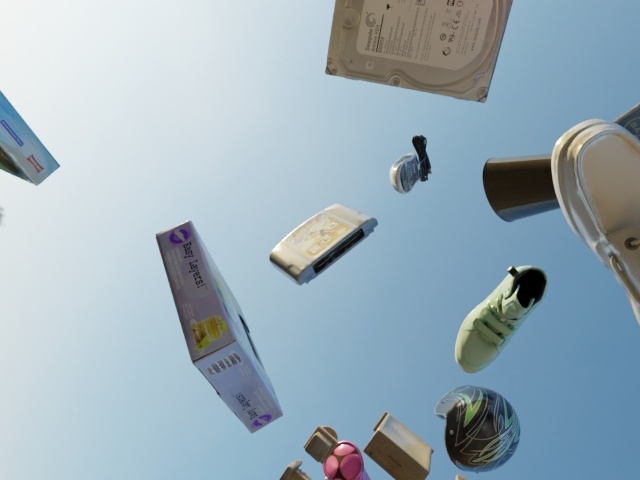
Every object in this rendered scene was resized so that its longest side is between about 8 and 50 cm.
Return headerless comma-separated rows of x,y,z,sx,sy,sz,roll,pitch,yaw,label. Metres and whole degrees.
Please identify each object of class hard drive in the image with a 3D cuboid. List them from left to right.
0.189,-0.422,0.969,0.338,0.064,0.237,16,-68,14,hard drive

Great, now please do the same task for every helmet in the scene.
0.329,0.393,1.018,0.161,0.169,0.170,-130,-135,-81,helmet

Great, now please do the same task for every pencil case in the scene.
0.068,0.505,1.005,0.098,0.095,0.210,39,-21,45,pencil case

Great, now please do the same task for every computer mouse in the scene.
0.190,-0.157,1.066,0.042,0.193,0.106,-1,-67,34,computer mouse

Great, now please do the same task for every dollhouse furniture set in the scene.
0.065,0.506,0.862,0.303,0.174,0.356,35,-90,18,dollhouse furniture set

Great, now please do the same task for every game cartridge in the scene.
0.000,0.000,1.427,0.198,0.297,0.062,32,-27,47,game cartridge

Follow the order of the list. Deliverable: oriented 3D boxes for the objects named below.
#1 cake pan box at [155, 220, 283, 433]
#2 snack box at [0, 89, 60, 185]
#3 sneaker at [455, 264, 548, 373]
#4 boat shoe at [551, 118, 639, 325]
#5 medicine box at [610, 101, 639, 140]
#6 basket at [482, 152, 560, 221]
-0.154,0.140,0.761,0.267,0.070,0.246,74,-10,-47,cake pan box
-0.603,-0.213,0.830,0.321,0.060,0.187,20,-33,31,snack box
0.348,0.151,0.958,0.094,0.151,0.256,35,-89,17,sneaker
0.316,0.010,0.445,0.098,0.096,0.277,-35,-82,11,boat shoe
0.553,-0.124,0.574,0.289,0.149,0.264,-41,-101,41,medicine box
0.579,-0.151,1.291,0.204,0.154,0.226,49,-30,-22,basket
